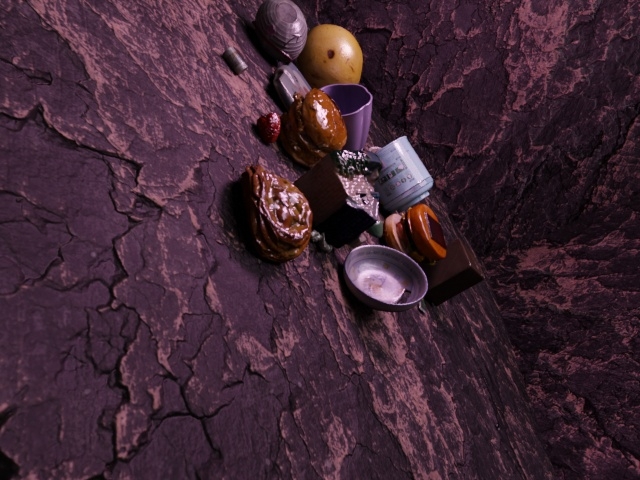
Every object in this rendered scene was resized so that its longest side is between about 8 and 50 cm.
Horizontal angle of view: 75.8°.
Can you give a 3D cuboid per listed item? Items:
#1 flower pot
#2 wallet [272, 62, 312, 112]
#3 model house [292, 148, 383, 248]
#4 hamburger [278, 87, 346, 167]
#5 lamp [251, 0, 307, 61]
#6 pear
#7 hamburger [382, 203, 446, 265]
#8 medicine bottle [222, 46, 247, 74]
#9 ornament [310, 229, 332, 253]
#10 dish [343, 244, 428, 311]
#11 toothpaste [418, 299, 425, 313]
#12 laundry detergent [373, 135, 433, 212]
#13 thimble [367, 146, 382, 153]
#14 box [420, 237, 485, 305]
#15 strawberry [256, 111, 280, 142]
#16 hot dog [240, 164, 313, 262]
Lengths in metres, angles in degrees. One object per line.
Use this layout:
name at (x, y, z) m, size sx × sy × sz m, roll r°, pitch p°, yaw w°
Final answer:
flower pot at (0.083, -0.482, 1.713) m, size 0.243 × 0.264 × 0.265 m, roll 83°, pitch 0°, yaw -46°
wallet at (-0.108, -0.626, 1.758) m, size 0.252 × 0.083 × 0.360 m, roll 52°, pitch 24°, yaw -25°
model house at (0.106, -0.120, 1.369) m, size 0.298 × 0.243 × 0.284 m, roll -9°, pitch 73°, yaw -52°
hamburger at (-0.040, -0.402, 1.473) m, size 0.261 × 0.211 × 0.245 m, roll 56°, pitch 29°, yaw -15°
lamp at (-0.174, -0.922, 1.813) m, size 0.265 × 0.233 × 0.233 m, roll 49°, pitch 25°, yaw -1°
pear at (0.048, -0.882, 2.040) m, size 0.348 × 0.348 × 0.348 m, roll 43°, pitch 28°, yaw -30°
hamburger at (0.409, -0.010, 1.816) m, size 0.291 × 0.225 × 0.291 m, roll 37°, pitch 39°, yaw -37°
medicine bottle at (-0.298, -0.627, 1.435) m, size 0.083 × 0.047 × 0.047 m, roll 52°, pitch 25°, yaw -13°
ornament at (0.002, 0.001, 1.258) m, size 0.092 × 0.041 × 0.068 m, roll 52°, pitch 22°, yaw -9°
dish at (0.195, 0.150, 1.331) m, size 0.273 × 0.134 × 0.273 m, roll 8°, pitch 37°, yaw -6°
toothpaste at (0.435, 0.233, 1.809) m, size 0.049 × 0.031 × 0.204 m, roll 42°, pitch 30°, yaw -28°
laundry detergent at (0.386, -0.310, 2.053) m, size 0.305 × 0.287 × 0.287 m, roll 58°, pitch 24°, yaw 1°
thimble at (0.305, -0.452, 2.258) m, size 0.115 × 0.090 × 0.102 m, roll 30°, pitch 50°, yaw 14°
box at (0.577, 0.147, 1.887) m, size 0.143 × 0.273 × 0.184 m, roll 36°, pitch 31°, yaw -33°
strawberry at (-0.168, -0.368, 1.343) m, size 0.083 × 0.083 × 0.097 m, roll -30°, pitch 117°, yaw -66°
hot dog at (-0.118, -0.084, 1.041) m, size 0.196 × 0.122 × 0.272 m, roll 23°, pitch 42°, yaw -41°
